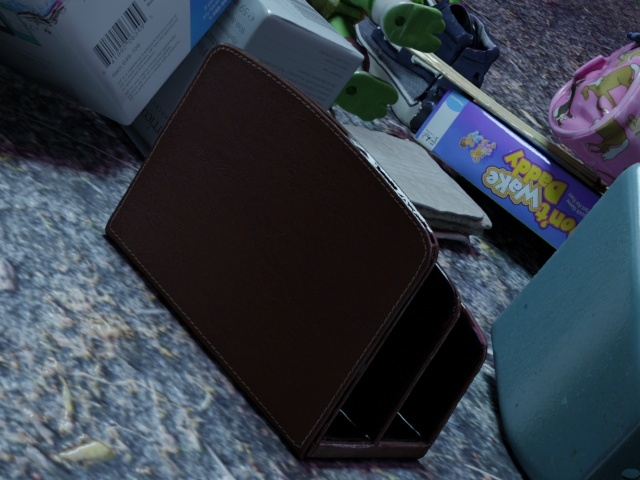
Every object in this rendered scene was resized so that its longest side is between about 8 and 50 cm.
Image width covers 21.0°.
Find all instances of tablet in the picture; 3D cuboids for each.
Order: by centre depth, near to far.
[{"bbox_3d":[-0.166,-0.096,1.712,0.054,0.006,0.083,13,25,-41],"label":"tablet"}]

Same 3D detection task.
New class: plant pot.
[{"bbox_3d":[0.307,0.139,1.508,0.247,0.248,0.252,27,37,-12],"label":"plant pot"}]

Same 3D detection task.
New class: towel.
[{"bbox_3d":[0.048,-0.075,1.922,0.282,0.049,0.187,13,24,-39],"label":"towel"}]

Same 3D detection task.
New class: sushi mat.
[{"bbox_3d":[0.219,-0.156,2.088,0.316,0.019,0.151,38,7,12],"label":"sushi mat"}]

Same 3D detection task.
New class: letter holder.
[{"bbox_3d":[0.000,0.000,1.404,0.152,0.214,0.302,8,29,-48],"label":"letter holder"}]

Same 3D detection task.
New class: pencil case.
[{"bbox_3d":[0.444,-0.068,1.999,0.386,0.167,0.160,39,-20,-18],"label":"pencil case"}]

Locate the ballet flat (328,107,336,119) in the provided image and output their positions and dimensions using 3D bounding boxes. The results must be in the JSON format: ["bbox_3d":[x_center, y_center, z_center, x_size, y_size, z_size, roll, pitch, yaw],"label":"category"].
[{"bbox_3d":[-0.037,-0.141,1.819,0.079,0.077,0.221,15,20,-49],"label":"ballet flat"}]

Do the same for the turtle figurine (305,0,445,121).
[{"bbox_3d":[0.067,-0.230,1.872,0.266,0.198,0.274,-113,178,-56],"label":"turtle figurine"}]

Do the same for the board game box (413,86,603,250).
[{"bbox_3d":[0.298,-0.036,2.082,0.347,0.078,0.233,40,9,23],"label":"board game box"}]

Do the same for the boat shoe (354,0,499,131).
[{"bbox_3d":[0.145,-0.273,2.387,0.127,0.158,0.340,20,22,-30],"label":"boat shoe"}]

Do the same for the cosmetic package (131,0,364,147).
[{"bbox_3d":[-0.090,-0.168,1.716,0.151,0.183,0.151,19,22,-49],"label":"cosmetic package"}]

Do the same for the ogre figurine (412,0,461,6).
[{"bbox_3d":[0.174,-0.392,2.828,0.197,0.097,0.118,18,32,-4],"label":"ogre figurine"}]

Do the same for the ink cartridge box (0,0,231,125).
[{"bbox_3d":[-0.234,-0.282,1.550,0.197,0.198,0.270,26,-19,36],"label":"ink cartridge box"}]
